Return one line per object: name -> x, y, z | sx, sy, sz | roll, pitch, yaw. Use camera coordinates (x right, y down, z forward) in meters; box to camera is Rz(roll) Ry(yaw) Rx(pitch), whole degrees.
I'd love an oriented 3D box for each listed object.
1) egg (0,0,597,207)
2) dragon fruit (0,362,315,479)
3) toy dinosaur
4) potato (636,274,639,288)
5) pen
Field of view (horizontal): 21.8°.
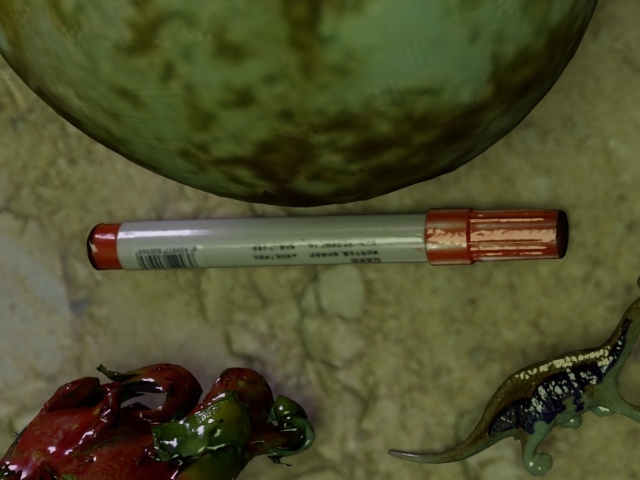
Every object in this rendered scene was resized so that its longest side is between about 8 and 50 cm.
egg -> -0.022, -0.133, 0.687 | 0.289, 0.238, 0.238 | 4, 101, 37
dragon fruit -> -0.091, 0.117, 0.797 | 0.175, 0.138, 0.142 | -29, 67, 7
toy dinosaur -> 0.111, 0.079, 0.779 | 0.180, 0.037, 0.058 | -38, 101, 24
potato -> 0.184, 0.046, 0.756 | 0.037, 0.036, 0.093 | -39, 86, 21
pen -> 0.000, 0.000, 0.807 | 0.239, 0.028, 0.028 | -2, 98, 17
